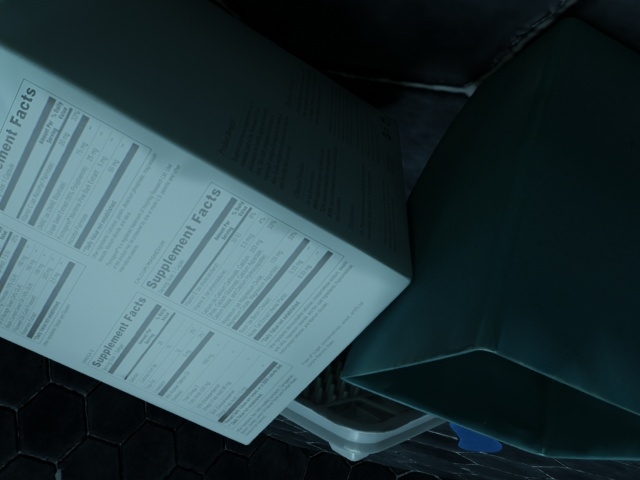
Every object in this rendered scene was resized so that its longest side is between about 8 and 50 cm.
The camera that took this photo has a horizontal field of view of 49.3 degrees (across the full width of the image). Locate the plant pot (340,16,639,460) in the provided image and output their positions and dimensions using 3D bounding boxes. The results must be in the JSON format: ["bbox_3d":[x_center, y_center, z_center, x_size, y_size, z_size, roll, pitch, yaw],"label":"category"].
[{"bbox_3d":[0.146,-0.003,0.439,0.165,0.234,0.166,24,157,-14],"label":"plant pot"}]

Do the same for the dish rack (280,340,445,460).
[{"bbox_3d":[0.025,0.209,1.012,0.333,0.072,0.285,19,-163,40],"label":"dish rack"}]

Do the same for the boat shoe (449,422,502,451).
[{"bbox_3d":[0.316,0.355,1.384,0.109,0.089,0.258,-3,148,14],"label":"boat shoe"}]

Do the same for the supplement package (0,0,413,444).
[{"bbox_3d":[-0.103,-0.033,0.486,0.263,0.199,0.198,29,123,-17],"label":"supplement package"}]

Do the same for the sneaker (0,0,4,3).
[{"bbox_3d":[-0.290,-0.197,0.414,0.256,0.151,0.094,31,155,-30],"label":"sneaker"}]
